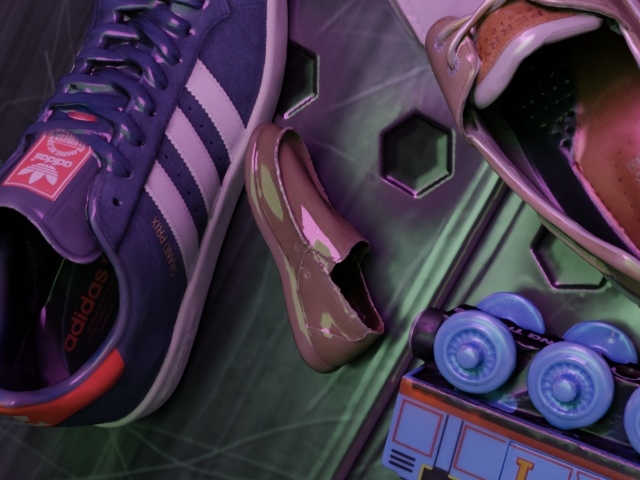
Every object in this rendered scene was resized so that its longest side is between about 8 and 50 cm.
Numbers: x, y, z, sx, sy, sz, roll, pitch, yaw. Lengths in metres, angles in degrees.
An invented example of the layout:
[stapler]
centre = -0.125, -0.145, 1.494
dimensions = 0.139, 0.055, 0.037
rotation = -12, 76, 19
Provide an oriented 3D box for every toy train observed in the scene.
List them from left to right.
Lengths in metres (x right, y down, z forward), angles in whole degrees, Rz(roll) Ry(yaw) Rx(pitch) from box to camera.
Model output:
[toy train]
centre = 0.123, 0.095, 0.557
dimensions = 0.184, 0.080, 0.105
rotation = 19, 106, 24

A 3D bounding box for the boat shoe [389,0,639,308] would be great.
[boat shoe]
centre = 0.112, -0.094, 0.550
dimensions = 0.113, 0.103, 0.302
rotation = -44, 70, 19

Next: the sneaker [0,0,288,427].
[sneaker]
centre = -0.121, -0.055, 0.643
dimensions = 0.131, 0.148, 0.350
rotation = 13, 94, 27

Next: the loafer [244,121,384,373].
[loafer]
centre = 0.000, 0.000, 0.635
dimensions = 0.050, 0.056, 0.148
rotation = -18, 90, 25
